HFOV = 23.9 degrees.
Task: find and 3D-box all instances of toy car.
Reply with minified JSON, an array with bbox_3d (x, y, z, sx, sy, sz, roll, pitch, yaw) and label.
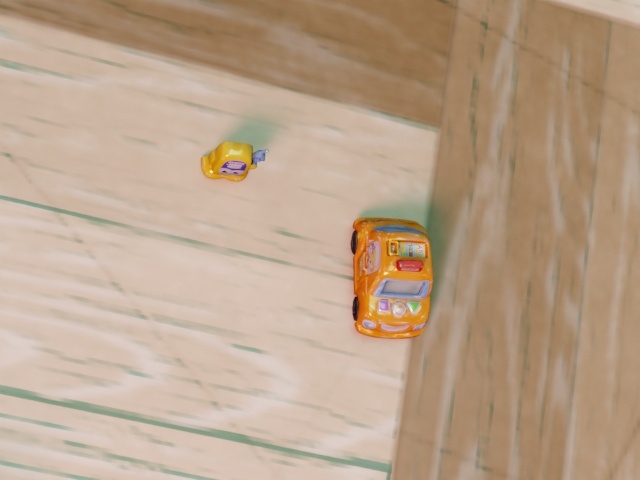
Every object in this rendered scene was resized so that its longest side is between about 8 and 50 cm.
[{"bbox_3d":[0.000,0.000,0.677,0.122,0.040,0.060,21,70,-11],"label":"toy car"}]
